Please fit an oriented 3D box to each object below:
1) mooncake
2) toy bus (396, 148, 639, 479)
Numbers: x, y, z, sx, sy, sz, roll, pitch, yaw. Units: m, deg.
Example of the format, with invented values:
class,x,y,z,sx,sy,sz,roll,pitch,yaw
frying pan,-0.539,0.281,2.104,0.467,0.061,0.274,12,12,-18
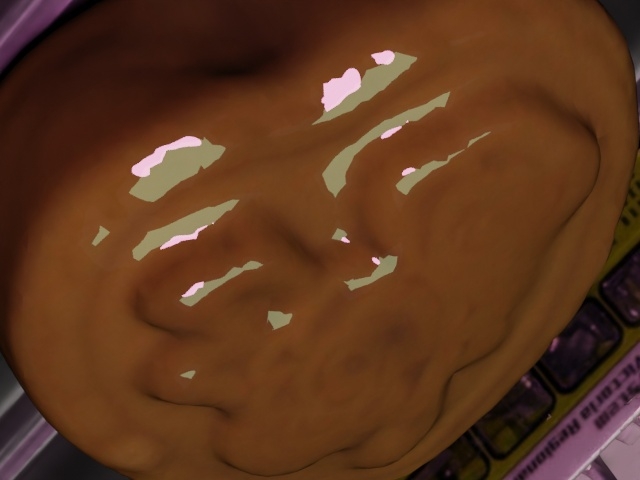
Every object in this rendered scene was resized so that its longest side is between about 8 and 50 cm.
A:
class,x,y,z,sx,sy,sz,roll,pitch,yaw
mooncake,0.000,0.000,0.688,0.235,0.117,0.235,-18,133,-20
toy bus,0.079,0.111,0.818,0.301,0.139,0.113,-47,139,12
